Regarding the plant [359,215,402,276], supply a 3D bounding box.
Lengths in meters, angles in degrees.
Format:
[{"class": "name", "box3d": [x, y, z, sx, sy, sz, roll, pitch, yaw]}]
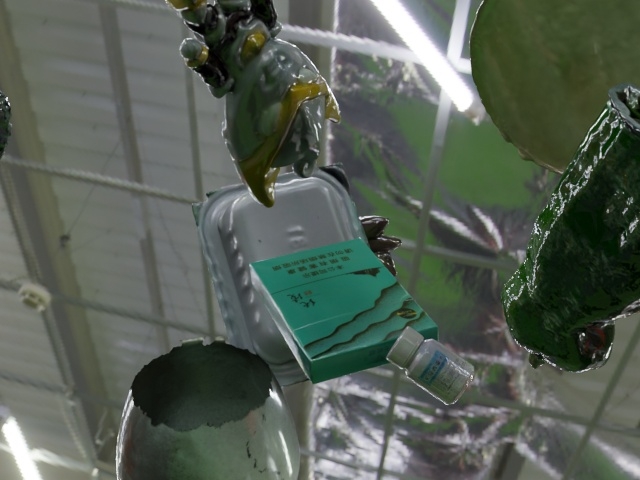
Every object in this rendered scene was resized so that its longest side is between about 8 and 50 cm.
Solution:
[{"class": "plant", "box3d": [0.000, 0.000, 1.878, 0.321, 0.181, 0.194, 10, -65, -25]}]

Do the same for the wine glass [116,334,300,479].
[{"class": "wine glass", "box3d": [-0.134, 0.300, 1.137, 0.238, 0.238, 0.322, 8, -61, 13]}]

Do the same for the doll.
[{"class": "doll", "box3d": [-0.061, -0.172, 0.975, 0.103, 0.145, 0.316, -2, -35, 25]}]

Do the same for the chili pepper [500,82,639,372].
[{"class": "chili pepper", "box3d": [0.229, 0.018, 0.737, 0.136, 0.099, 0.270, 29, -43, 8]}]

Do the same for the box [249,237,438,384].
[{"class": "box", "box3d": [0.023, 0.079, 1.117, 0.161, 0.226, 0.042, -14, -58, -16]}]

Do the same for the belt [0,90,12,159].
[{"class": "belt", "box3d": [-0.297, -0.003, 0.462, 0.160, 0.295, 0.207, 41, -13, 1]}]

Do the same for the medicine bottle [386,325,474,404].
[{"class": "medicine bottle", "box3d": [0.120, 0.136, 0.995, 0.089, 0.052, 0.052, 34, -41, 6]}]

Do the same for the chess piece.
[{"class": "chess piece", "box3d": [0.362, -0.257, 0.915, 0.234, 0.442, 0.234, 30, -39, 28]}]

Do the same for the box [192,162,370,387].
[{"class": "box", "box3d": [-0.031, 0.040, 1.388, 0.264, 0.336, 0.106, -15, -13, -14]}]
